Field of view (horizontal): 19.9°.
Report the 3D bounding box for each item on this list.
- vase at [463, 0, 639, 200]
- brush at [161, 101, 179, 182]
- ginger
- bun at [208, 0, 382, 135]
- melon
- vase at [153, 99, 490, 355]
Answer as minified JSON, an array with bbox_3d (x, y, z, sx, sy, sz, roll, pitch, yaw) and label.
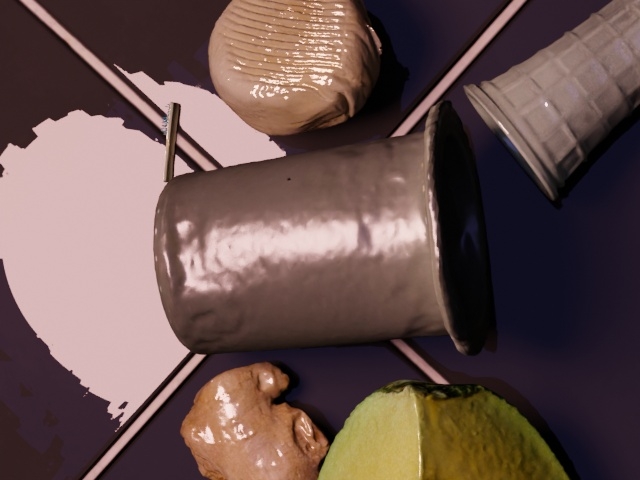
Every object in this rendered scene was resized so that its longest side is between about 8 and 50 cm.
[{"bbox_3d":[0.296,-0.184,1.748,0.299,0.143,0.143,-38,82,2],"label":"vase"},{"bbox_3d":[-0.156,-0.101,1.870,0.013,0.016,0.083,3,87,22],"label":"brush"},{"bbox_3d":[-0.051,0.231,1.810,0.137,0.074,0.213,-27,79,16],"label":"ginger"},{"bbox_3d":[-0.018,-0.176,1.803,0.166,0.113,0.173,-45,58,0],"label":"bun"},{"bbox_3d":[0.122,0.311,1.714,0.331,0.226,0.343,-1,76,18],"label":"melon"},{"bbox_3d":[0.000,0.000,1.745,0.291,0.245,0.245,-5,87,15],"label":"vase"}]
